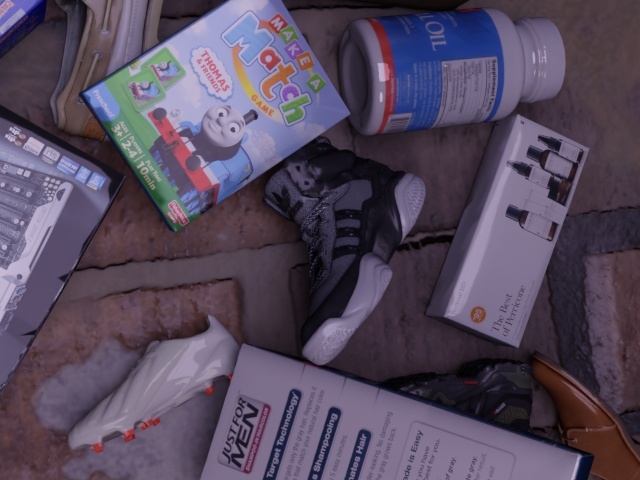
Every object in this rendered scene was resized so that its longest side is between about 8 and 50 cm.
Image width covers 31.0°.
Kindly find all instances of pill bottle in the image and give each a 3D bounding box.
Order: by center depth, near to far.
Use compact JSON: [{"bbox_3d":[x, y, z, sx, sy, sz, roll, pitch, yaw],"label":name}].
[{"bbox_3d":[0.140,-0.184,1.231,0.221,0.124,0.124,-9,91,-17],"label":"pill bottle"}]

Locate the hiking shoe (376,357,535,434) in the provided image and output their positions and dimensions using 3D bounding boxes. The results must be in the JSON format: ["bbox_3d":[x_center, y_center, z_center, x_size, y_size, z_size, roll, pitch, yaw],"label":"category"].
[{"bbox_3d":[0.132,0.197,1.237,0.227,0.086,0.114,-10,90,-15],"label":"hiking shoe"}]

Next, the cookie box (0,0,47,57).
[{"bbox_3d":[-0.309,-0.210,1.113,0.092,0.107,0.040,-45,100,-13],"label":"cookie box"}]

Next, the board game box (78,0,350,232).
[{"bbox_3d":[-0.100,-0.132,1.121,0.211,0.039,0.160,-35,104,-12],"label":"board game box"}]

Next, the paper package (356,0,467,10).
[{"bbox_3d":[0.036,-0.411,1.186,0.325,0.168,0.309,4,87,-15],"label":"paper package"}]

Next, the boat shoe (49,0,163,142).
[{"bbox_3d":[-0.212,-0.249,1.139,0.103,0.113,0.302,0,89,-21],"label":"boat shoe"}]

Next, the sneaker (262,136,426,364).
[{"bbox_3d":[0.000,0.000,1.169,0.153,0.101,0.268,31,47,-2],"label":"sneaker"}]

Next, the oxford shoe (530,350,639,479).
[{"bbox_3d":[0.296,0.213,1.292,0.076,0.076,0.212,-41,99,-3],"label":"oxford shoe"}]

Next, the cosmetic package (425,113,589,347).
[{"bbox_3d":[0.207,-0.010,1.277,0.099,0.060,0.239,22,83,-13],"label":"cosmetic package"}]

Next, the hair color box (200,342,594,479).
[{"bbox_3d":[0.067,0.231,1.112,0.347,0.105,0.174,16,86,22],"label":"hair color box"}]

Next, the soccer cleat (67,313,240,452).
[{"bbox_3d":[-0.173,0.146,1.168,0.196,0.068,0.076,-28,81,-16],"label":"soccer cleat"}]

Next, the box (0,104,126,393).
[{"bbox_3d":[-0.381,-0.032,1.103,0.307,0.076,0.242,31,82,-13],"label":"box"}]
